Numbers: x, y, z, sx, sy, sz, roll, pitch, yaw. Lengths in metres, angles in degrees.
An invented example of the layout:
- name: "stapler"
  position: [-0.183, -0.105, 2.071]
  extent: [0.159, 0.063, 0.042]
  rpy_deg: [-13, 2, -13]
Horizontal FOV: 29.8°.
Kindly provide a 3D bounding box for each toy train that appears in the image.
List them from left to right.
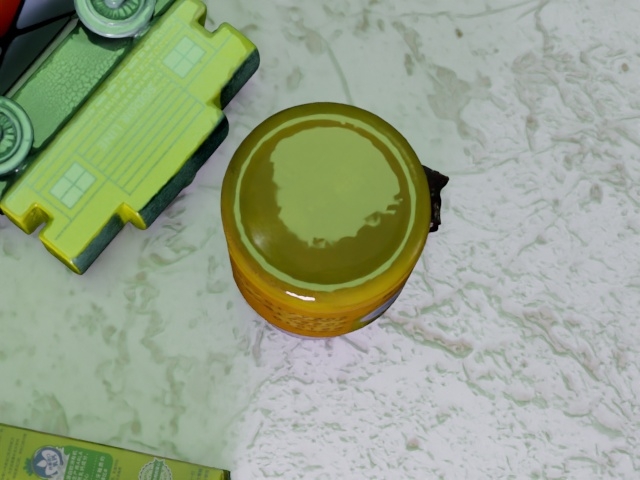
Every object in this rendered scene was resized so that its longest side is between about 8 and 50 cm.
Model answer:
- name: "toy train"
  position: [-0.273, -0.158, 1.545]
  extent: [0.272, 0.179, 0.442]
  rpy_deg: [39, 78, -1]

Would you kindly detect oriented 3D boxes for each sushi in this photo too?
- name: "sushi"
  position: [0.115, -0.057, 1.580]
  extent: [0.094, 0.098, 0.084]
  rpy_deg: [14, 80, -18]

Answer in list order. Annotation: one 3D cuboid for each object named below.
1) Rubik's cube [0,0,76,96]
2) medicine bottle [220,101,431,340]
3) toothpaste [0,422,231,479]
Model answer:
- name: "Rubik's cube"
  position: [-0.483, -0.332, 1.533]
  extent: [0.246, 0.248, 0.250]
  rpy_deg: [39, 79, 6]
- name: "medicine bottle"
  position: [0.000, 0.000, 1.403]
  extent: [0.224, 0.384, 0.224]
  rpy_deg: [1, 77, -3]
- name: "toothpaste"
  position: [-0.273, 0.286, 1.467]
  extent: [0.327, 0.110, 0.077]
  rpy_deg: [11, 79, 1]
